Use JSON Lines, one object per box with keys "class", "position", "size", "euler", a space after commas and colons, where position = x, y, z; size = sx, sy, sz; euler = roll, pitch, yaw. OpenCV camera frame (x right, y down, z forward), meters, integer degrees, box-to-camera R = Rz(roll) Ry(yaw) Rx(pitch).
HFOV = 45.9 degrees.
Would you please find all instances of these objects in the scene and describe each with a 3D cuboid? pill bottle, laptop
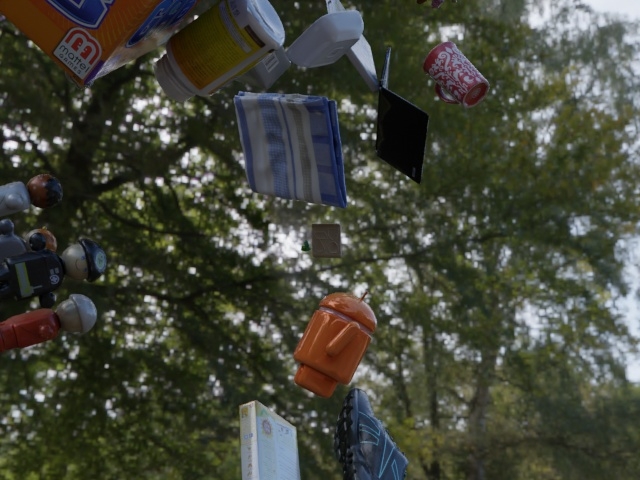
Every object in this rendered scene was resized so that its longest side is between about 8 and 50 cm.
{"class": "pill bottle", "position": [-0.173, -0.320, 1.259], "size": [0.215, 0.117, 0.117], "euler": [-29, -36, 23]}
{"class": "laptop", "position": [0.216, -0.326, 1.968], "size": [0.136, 0.264, 0.234], "euler": [8, -41, 7]}

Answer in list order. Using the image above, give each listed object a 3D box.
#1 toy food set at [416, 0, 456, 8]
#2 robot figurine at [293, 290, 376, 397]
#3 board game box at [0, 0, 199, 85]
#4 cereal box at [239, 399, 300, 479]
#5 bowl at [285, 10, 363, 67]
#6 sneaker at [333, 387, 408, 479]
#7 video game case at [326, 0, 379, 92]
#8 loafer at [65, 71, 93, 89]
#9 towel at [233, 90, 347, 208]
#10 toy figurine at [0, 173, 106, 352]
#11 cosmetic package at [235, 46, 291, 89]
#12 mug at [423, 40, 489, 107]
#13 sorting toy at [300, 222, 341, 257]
{"class": "toy food set", "position": [0.225, -0.525, 1.603], "size": [0.122, 0.019, 0.078], "euler": [11, -32, 23]}
{"class": "robot figurine", "position": [0.031, 0.196, 1.477], "size": [0.128, 0.219, 0.158], "euler": [19, -16, 30]}
{"class": "board game box", "position": [-0.316, -0.508, 1.107], "size": [0.356, 0.356, 0.356], "euler": [43, -67, -11]}
{"class": "cereal box", "position": [-0.097, 0.461, 1.505], "size": [0.047, 0.240, 0.173], "euler": [-21, -41, 18]}
{"class": "bowl", "position": [0.015, -0.398, 1.515], "size": [0.142, 0.053, 0.142], "euler": [-34, -7, 41]}
{"class": "sneaker", "position": [0.085, 0.365, 1.276], "size": [0.106, 0.267, 0.101], "euler": [12, -54, -12]}
{"class": "video game case", "position": [0.080, -0.504, 1.910], "size": [0.023, 0.193, 0.212], "euler": [-25, -45, 20]}
{"class": "loafer", "position": [-0.438, -0.305, 1.405], "size": [0.039, 0.045, 0.125], "euler": [5, 3, -1]}
{"class": "towel", "position": [-0.062, -0.172, 1.411], "size": [0.034, 0.209, 0.285], "euler": [-22, 24, -36]}
{"class": "toy figurine", "position": [-0.400, 0.027, 1.050], "size": [0.148, 0.209, 0.213], "euler": [-17, -31, -30]}
{"class": "cosmetic package", "position": [-0.200, -0.459, 1.817], "size": [0.238, 0.107, 0.127], "euler": [28, -21, 39]}
{"class": "mug", "position": [0.382, -0.445, 2.090], "size": [0.113, 0.169, 0.150], "euler": [-37, -29, 0]}
{"class": "sorting toy", "position": [0.000, 0.000, 1.333], "size": [0.083, 0.062, 0.012], "euler": [0, 6, 28]}
